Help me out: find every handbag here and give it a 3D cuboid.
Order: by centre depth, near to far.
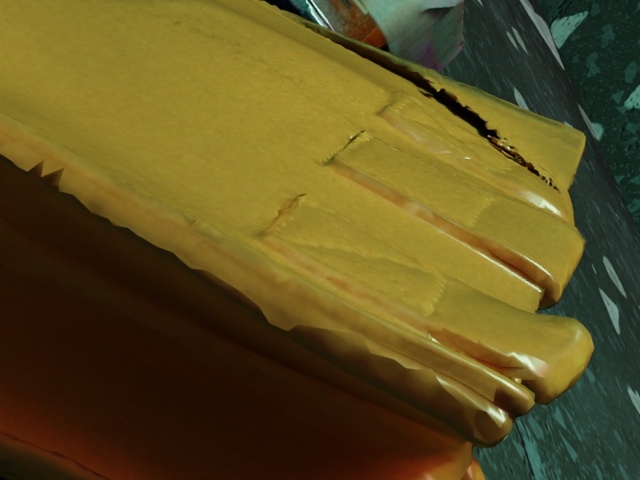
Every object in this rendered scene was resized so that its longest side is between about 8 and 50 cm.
[{"bbox_3d":[-0.043,-0.019,0.616,0.304,0.116,0.410,27,18,5],"label":"handbag"}]

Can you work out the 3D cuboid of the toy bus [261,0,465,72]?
[{"bbox_3d":[0.024,-0.172,1.118,0.127,0.147,0.302,52,-1,8],"label":"toy bus"}]
